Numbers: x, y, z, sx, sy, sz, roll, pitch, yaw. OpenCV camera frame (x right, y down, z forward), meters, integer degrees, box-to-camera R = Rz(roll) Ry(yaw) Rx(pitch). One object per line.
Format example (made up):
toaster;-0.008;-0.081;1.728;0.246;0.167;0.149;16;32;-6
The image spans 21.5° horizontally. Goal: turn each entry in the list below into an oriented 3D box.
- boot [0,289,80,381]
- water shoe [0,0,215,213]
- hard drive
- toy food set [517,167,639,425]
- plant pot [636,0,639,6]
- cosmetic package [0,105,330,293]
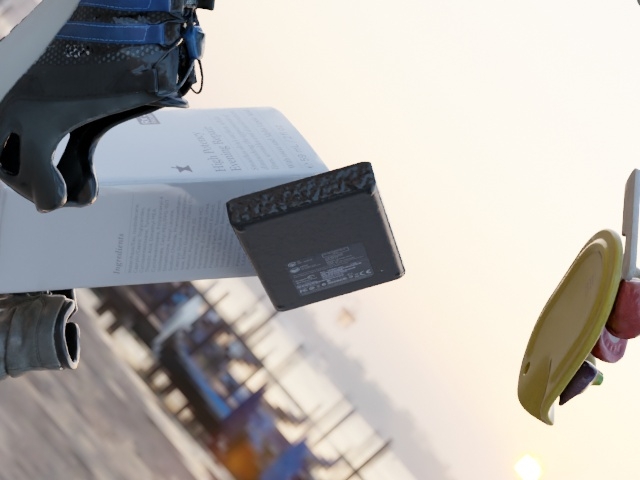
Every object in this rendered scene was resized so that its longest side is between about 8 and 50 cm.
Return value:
boot;-0.253;0.035;1.200;0.246;0.161;0.083;-116;-170;-51
water shoe;-0.074;-0.097;0.747;0.080;0.203;0.073;47;21;10
hard drive;0.000;0.000;1.092;0.135;0.094;0.022;67;8;-62
toy food set;0.236;0.065;1.366;0.071;0.218;0.128;21;40;-8
plant pot;0.311;-0.209;0.936;0.247;0.252;0.248;37;39;12
cosmetic package;-0.122;-0.032;1.150;0.117;0.231;0.085;-130;-136;-52
